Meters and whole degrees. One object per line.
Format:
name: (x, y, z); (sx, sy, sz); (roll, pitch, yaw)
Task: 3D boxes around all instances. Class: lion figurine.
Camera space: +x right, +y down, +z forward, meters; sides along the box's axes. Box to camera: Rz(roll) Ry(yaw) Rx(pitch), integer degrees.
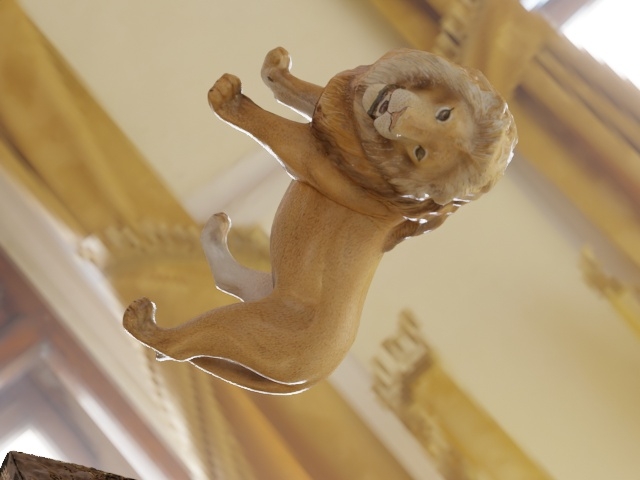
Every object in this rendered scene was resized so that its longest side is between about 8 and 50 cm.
lion figurine: (0.000, 0.000, 1.365); (0.142, 0.240, 0.392); (-29, 146, -51)

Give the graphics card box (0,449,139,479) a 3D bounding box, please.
graphics card box: (-0.170, 0.325, 0.888); (0.371, 0.094, 0.233); (-68, -154, 10)
